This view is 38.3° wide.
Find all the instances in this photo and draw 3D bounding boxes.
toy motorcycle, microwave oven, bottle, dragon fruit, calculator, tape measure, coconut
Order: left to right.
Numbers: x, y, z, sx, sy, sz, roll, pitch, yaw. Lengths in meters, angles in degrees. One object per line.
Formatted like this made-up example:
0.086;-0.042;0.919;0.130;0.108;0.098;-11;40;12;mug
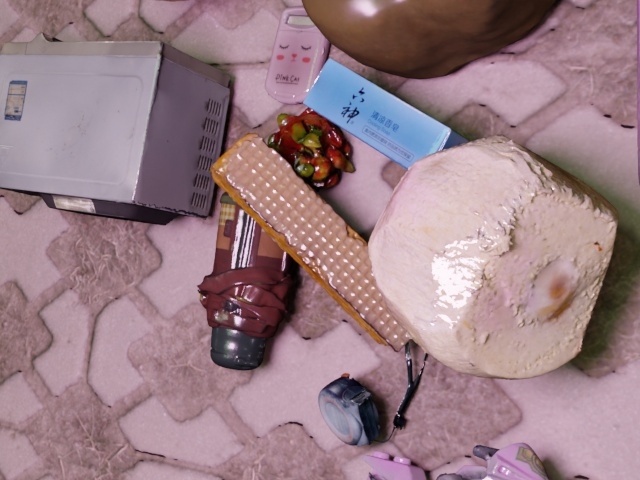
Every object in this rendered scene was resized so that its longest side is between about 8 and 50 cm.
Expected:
-0.355;-0.181;1.546;0.355;0.218;0.286;6;87;30;microwave oven
-0.118;0.062;1.419;0.156;0.143;0.271;7;87;56;bottle
-0.033;-0.305;1.490;0.100;0.032;0.175;11;87;30;calculator
-0.012;-0.143;1.419;0.142;0.175;0.138;13;100;0;dragon fruit
0.083;0.212;1.345;0.180;0.104;0.107;-43;33;-19;tape measure
0.180;0.344;1.219;0.327;0.143;0.188;4;75;45;toy motorcycle
0.210;0.016;1.163;0.297;0.297;0.254;-57;33;10;coconut

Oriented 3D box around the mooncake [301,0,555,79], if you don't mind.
0.135;-0.474;1.292;0.467;0.262;0.467;-5;81;31;mooncake

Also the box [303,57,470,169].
0.106;-0.163;1.326;0.232;0.142;0.083;34;99;29;box

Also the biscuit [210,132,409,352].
0.000;0.000;1.327;0.378;0.054;0.094;44;76;3;biscuit

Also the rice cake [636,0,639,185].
0.439;-0.224;1.193;0.056;0.072;0.365;-1;84;27;rice cake
